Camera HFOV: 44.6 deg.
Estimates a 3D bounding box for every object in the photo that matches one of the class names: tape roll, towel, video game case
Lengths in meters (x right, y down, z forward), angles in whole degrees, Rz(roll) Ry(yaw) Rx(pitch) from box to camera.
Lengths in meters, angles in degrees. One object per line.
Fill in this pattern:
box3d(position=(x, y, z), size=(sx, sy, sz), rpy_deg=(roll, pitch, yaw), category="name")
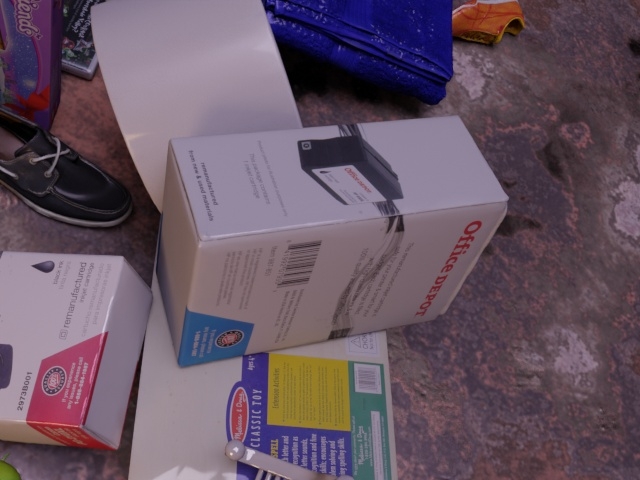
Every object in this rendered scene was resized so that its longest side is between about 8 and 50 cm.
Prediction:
box3d(position=(-0.121, -0.157, 0.850), size=(0.169, 0.246, 0.246), rpy_deg=(-18, 72, -2), category="tape roll")
box3d(position=(0.061, -0.337, 1.089), size=(0.308, 0.076, 0.228), rpy_deg=(16, 68, -28), category="towel")
box3d(position=(-0.359, -0.322, 1.054), size=(0.173, 0.022, 0.191), rpy_deg=(19, 61, -9), category="video game case")

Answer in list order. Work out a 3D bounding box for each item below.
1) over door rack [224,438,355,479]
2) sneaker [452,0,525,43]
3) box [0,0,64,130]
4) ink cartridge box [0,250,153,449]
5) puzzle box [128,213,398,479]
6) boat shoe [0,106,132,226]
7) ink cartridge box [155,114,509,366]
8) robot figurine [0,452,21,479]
box3d(position=(0.028, 0.329, 0.649), size=(0.324, 0.108, 0.240), rpy_deg=(18, 75, 9), category="over door rack")
box3d(position=(0.257, -0.344, 1.243), size=(0.175, 0.064, 0.068), rpy_deg=(-16, 82, -21), category="sneaker")
box3d(position=(-0.389, -0.252, 0.856), size=(0.200, 0.293, 0.057), rpy_deg=(14, 57, -12), category="box")
box3d(position=(-0.309, 0.105, 0.781), size=(0.237, 0.100, 0.172), rpy_deg=(2, 63, 10), category="ink cartridge box")
box3d(position=(-0.061, 0.106, 0.881), size=(0.272, 0.052, 0.409), rpy_deg=(7, 52, -11), category="puzzle box")
box3d(position=(-0.332, -0.090, 0.926), size=(0.233, 0.079, 0.084), rpy_deg=(30, 59, -5), category="boat shoe")
box3d(position=(0.000, 0.000, 0.802), size=(0.307, 0.223, 0.129), rpy_deg=(-8, 55, -21), category="ink cartridge box")
box3d(position=(-0.329, 0.270, 0.768), size=(0.101, 0.067, 0.115), rpy_deg=(-6, 68, -7), category="robot figurine")
